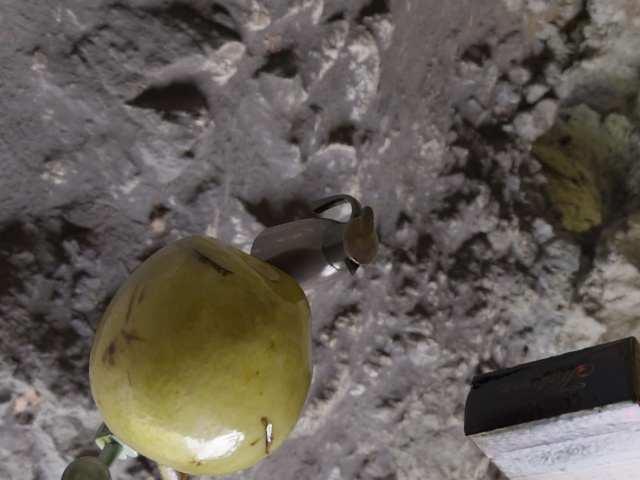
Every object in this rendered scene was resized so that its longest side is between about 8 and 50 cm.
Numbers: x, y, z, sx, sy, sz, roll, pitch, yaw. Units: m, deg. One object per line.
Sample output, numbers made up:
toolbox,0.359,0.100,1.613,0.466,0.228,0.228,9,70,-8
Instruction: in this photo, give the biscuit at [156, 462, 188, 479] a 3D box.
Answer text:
biscuit,-0.306,0.327,1.524,0.237,0.062,0.291,-84,166,-62

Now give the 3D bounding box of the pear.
pear,-0.149,0.146,0.992,0.309,0.309,0.309,15,90,-69

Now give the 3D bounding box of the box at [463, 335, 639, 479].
box,0.435,0.331,1.126,0.415,0.264,0.116,46,41,-25

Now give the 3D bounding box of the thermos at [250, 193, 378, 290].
thermos,0.000,0.000,1.066,0.105,0.193,0.137,29,61,-33

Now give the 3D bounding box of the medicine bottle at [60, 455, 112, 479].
medicine bottle,-0.390,0.418,1.263,0.080,0.080,0.130,-62,176,-30

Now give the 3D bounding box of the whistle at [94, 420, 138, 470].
whistle,-0.431,0.419,1.637,0.092,0.110,0.244,50,37,-26
